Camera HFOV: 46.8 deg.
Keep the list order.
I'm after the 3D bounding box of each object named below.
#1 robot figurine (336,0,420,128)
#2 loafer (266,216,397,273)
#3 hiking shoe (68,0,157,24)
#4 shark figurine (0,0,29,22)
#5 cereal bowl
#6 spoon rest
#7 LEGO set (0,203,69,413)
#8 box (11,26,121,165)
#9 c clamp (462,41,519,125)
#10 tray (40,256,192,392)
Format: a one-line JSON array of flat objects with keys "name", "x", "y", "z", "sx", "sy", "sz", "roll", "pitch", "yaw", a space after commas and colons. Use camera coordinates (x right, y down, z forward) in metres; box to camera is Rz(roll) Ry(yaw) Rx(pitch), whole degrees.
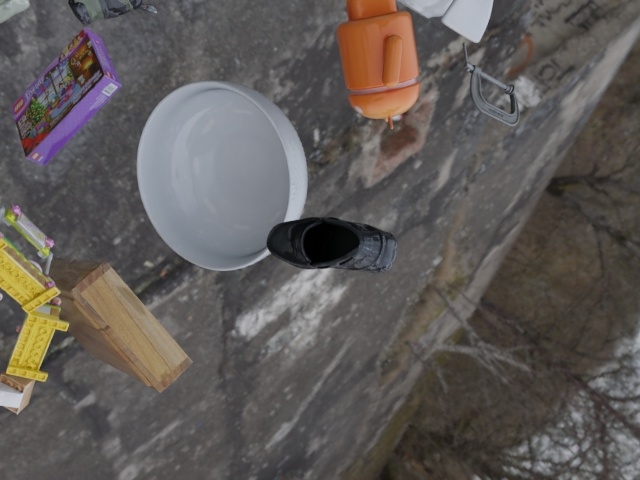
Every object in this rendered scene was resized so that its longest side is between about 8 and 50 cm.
[{"name": "robot figurine", "x": 0.097, "y": -0.298, "z": 1.226, "sx": 0.128, "sy": 0.158, "sz": 0.219, "roll": -26, "pitch": 113, "yaw": -40}, {"name": "loafer", "x": 0.000, "y": 0.000, "z": 0.971, "sx": 0.078, "sy": 0.223, "sz": 0.076, "roll": 20, "pitch": 80, "yaw": -42}, {"name": "hiking shoe", "x": -0.249, "y": -0.367, "z": 0.838, "sx": 0.114, "sy": 0.086, "sz": 0.227, "roll": -16, "pitch": 122, "yaw": -24}, {"name": "shark figurine", "x": -0.489, "y": -0.341, "z": 0.988, "sx": 0.166, "sy": 0.116, "sz": 0.278, "roll": -39, "pitch": -168, "yaw": -2}, {"name": "cereal bowl", "x": -0.163, "y": -0.123, "z": 1.353, "sx": 0.339, "sy": 0.339, "sz": 0.141, "roll": -54, "pitch": 166, "yaw": 28}, {"name": "spoon rest", "x": 0.153, "y": -0.328, "z": 0.953, "sx": 0.084, "sy": 0.137, "sz": 0.276, "roll": -58, "pitch": -155, "yaw": 18}, {"name": "LEGO set", "x": -0.363, "y": 0.065, "z": 0.880, "sx": 0.132, "sy": 0.107, "sz": 0.287, "roll": -13, "pitch": 124, "yaw": -5}, {"name": "box", "x": -0.622, "y": -0.349, "z": 1.793, "sx": 0.293, "sy": 0.201, "sz": 0.057, "roll": -41, "pitch": 144, "yaw": 15}, {"name": "c clamp", "x": 0.335, "y": -0.297, "z": 1.437, "sx": 0.161, "sy": 0.137, "sz": 0.022, "roll": 24, "pitch": 149, "yaw": -31}, {"name": "tray", "x": -0.373, "y": 0.129, "z": 1.238, "sx": 0.076, "sy": 0.203, "sz": 0.411, "roll": -44, "pitch": -160, "yaw": -22}]
